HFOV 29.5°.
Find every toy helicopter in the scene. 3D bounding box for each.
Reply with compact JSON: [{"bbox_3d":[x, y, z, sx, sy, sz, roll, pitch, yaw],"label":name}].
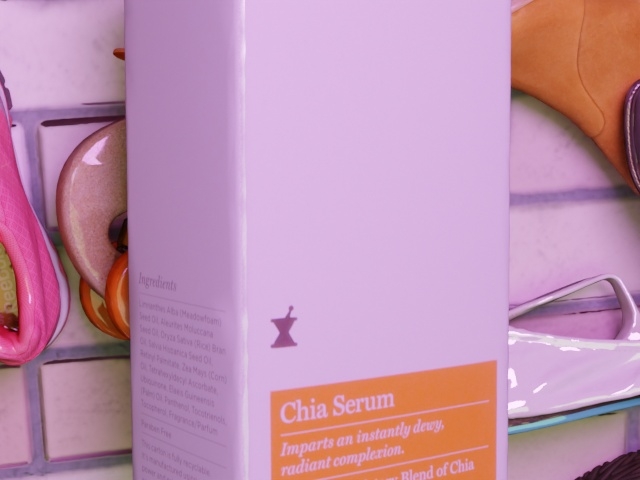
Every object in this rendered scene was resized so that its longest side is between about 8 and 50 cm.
[{"bbox_3d":[-0.037,-0.051,0.989,0.355,0.140,0.235,-8,92,-20],"label":"toy helicopter"}]

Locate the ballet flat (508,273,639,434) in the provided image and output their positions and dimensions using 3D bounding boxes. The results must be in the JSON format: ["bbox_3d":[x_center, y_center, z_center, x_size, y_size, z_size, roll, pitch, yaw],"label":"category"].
[{"bbox_3d":[0.295,0.089,1.068,0.400,0.139,0.139,-5,101,-9],"label":"ballet flat"}]

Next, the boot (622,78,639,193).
[{"bbox_3d":[0.315,-0.032,0.961,0.082,0.106,0.219,-26,97,-11],"label":"boot"}]

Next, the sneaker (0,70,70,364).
[{"bbox_3d":[-0.271,-0.047,0.919,0.116,0.136,0.314,-25,103,-7],"label":"sneaker"}]

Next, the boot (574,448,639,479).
[{"bbox_3d":[0.293,0.348,1.128,0.236,0.089,0.269,-29,104,6],"label":"boot"}]

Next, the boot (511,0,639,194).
[{"bbox_3d":[0.220,-0.125,1.019,0.295,0.104,0.211,-30,104,-9],"label":"boot"}]

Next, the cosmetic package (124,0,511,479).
[{"bbox_3d":[0.000,0.000,0.849,0.230,0.161,0.453,-4,96,-34],"label":"cosmetic package"}]
